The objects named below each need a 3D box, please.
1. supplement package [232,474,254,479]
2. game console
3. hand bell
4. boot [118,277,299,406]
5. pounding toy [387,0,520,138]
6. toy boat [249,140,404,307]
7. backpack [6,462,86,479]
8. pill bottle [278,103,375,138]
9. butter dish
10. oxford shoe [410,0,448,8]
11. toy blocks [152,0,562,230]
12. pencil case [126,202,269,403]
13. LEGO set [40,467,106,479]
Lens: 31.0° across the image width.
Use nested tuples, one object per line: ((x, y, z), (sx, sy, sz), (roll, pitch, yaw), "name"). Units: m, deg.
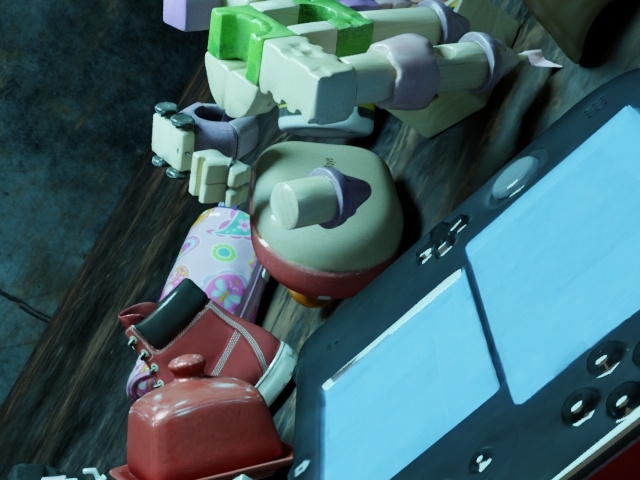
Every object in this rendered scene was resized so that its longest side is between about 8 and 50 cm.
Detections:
((-0.066, 0.281, 0.830), (0.105, 0.105, 0.179), (-40, 23, 46), "supplement package")
((0.109, 0.051, 0.675), (0.342, 0.060, 0.386), (-37, 15, 13), "game console")
((0.272, -0.270, 0.954), (0.242, 0.126, 0.126), (-37, 22, 17), "hand bell")
((-0.161, 0.164, 1.187), (0.244, 0.176, 0.088), (-54, 8, 8), "boot")
((0.110, -0.178, 1.197), (0.141, 0.100, 0.130), (-27, 33, 59), "pounding toy")
((0.000, 0.000, 1.170), (0.231, 0.151, 0.151), (-95, 11, -66), "toy boat")
((-0.350, 0.376, 1.445), (0.115, 0.152, 0.182), (-86, 20, -69), "backpack")
((0.012, -0.235, 1.414), (0.119, 0.119, 0.208), (178, 96, -70), "pill bottle")
((-0.113, 0.163, 1.060), (0.160, 0.160, 0.118), (170, 89, -69), "butter dish")
((0.142, -0.358, 1.467), (0.146, 0.141, 0.397), (97, -174, -51), "oxford shoe")
((0.026, -0.179, 1.060), (0.288, 0.260, 0.309), (38, 130, 42), "toy blocks")
((-0.130, 0.085, 1.363), (0.124, 0.124, 0.284), (-41, 21, 43), "pencil case")
((-0.209, 0.361, 1.107), (0.107, 0.132, 0.287), (-58, -27, -86), "LEGO set")
